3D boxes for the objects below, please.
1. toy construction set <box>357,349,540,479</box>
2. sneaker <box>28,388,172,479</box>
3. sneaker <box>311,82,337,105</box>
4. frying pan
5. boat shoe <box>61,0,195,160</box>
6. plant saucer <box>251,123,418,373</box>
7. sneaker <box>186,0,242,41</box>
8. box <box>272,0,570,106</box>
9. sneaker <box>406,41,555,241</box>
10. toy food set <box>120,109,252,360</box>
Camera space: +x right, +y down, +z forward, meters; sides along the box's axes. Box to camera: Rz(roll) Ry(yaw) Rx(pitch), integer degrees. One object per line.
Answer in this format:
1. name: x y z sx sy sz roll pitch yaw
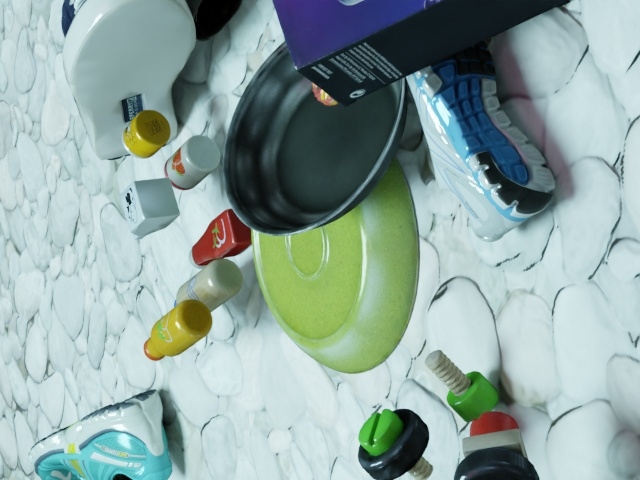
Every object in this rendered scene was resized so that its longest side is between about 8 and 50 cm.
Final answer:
1. toy construction set: 0.113 0.280 0.991 0.257 0.237 0.309 -44 20 1
2. sneaker: -0.253 0.255 1.640 0.275 0.107 0.110 -30 80 55
3. sneaker: 0.048 -0.178 1.111 0.064 0.067 0.175 52 121 41
4. frying pan: -0.027 -0.131 1.222 0.197 0.053 0.326 -48 43 15
5. boat shoe: -0.204 -0.209 1.384 0.340 0.127 0.158 116 135 -68
6. plant saucer: 0.000 0.000 1.257 0.241 0.037 0.241 13 106 55
7. sneaker: -0.106 -0.302 1.342 0.118 0.083 0.222 54 147 31
8. box: 0.041 -0.256 1.014 0.184 0.103 0.261 -23 72 15
9. sneaker: 0.099 -0.083 1.063 0.083 0.071 0.191 -56 50 53
10. toy food set: -0.143 -0.004 1.407 0.104 0.111 0.232 -36 68 53
